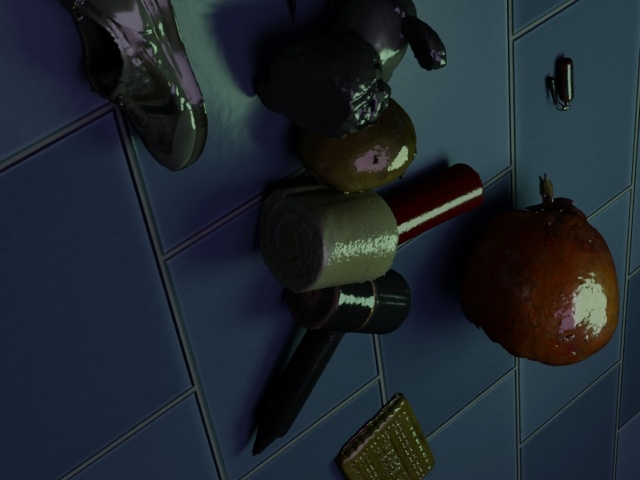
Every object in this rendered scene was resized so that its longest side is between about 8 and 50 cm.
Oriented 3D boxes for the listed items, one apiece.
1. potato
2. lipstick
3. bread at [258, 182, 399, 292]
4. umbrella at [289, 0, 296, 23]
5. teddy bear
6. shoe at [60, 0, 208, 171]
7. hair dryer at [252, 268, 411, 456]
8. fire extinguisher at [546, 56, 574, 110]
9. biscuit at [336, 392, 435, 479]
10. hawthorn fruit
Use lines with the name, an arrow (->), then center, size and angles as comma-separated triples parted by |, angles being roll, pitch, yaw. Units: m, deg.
potato -> 0.055, -0.134, 1.623 | 0.176, 0.137, 0.137 | -27, 134, -44
lipstick -> 0.143, -0.045, 1.818 | 0.241, 0.080, 0.080 | -25, 132, -33
bread -> 0.009, -0.006, 1.643 | 0.141, 0.148, 0.134 | -9, 138, -37
umbrella -> -0.037, -0.323, 1.483 | 0.022, 0.013, 0.122 | -47, 145, -46
teddy bear -> 0.062, -0.227, 1.531 | 0.251, 0.171, 0.144 | -38, 146, -25
shoe -> -0.206, -0.183, 1.340 | 0.098, 0.103, 0.275 | -35, 131, -22
hair dryer -> -0.009, 0.187, 1.828 | 0.189, 0.107, 0.352 | 8, 118, -47
fire extinguisher -> 0.396, -0.248, 1.974 | 0.046, 0.032, 0.100 | -39, 134, -37
biscuit -> 0.124, 0.396, 2.156 | 0.172, 0.029, 0.254 | -43, 140, -15
hawthorn fruit -> 0.367, 0.044, 1.992 | 0.276, 0.276, 0.307 | -9, 108, -43
